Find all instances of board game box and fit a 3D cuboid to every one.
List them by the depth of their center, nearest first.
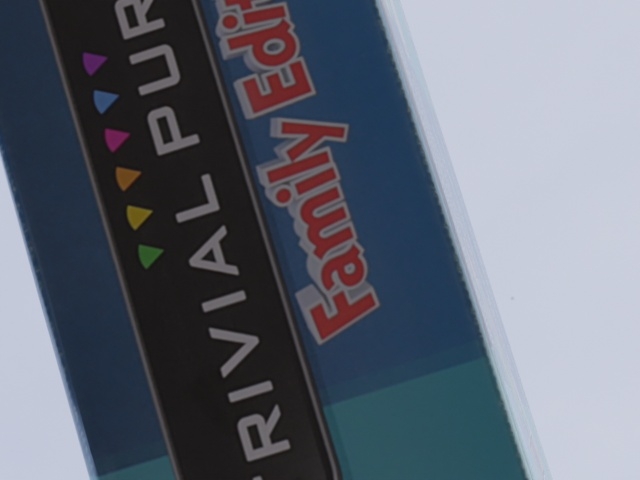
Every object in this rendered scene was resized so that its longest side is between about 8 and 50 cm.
[{"bbox_3d":[0.000,0.000,0.479,0.079,0.336,0.254,-18,-100,6],"label":"board game box"}]
